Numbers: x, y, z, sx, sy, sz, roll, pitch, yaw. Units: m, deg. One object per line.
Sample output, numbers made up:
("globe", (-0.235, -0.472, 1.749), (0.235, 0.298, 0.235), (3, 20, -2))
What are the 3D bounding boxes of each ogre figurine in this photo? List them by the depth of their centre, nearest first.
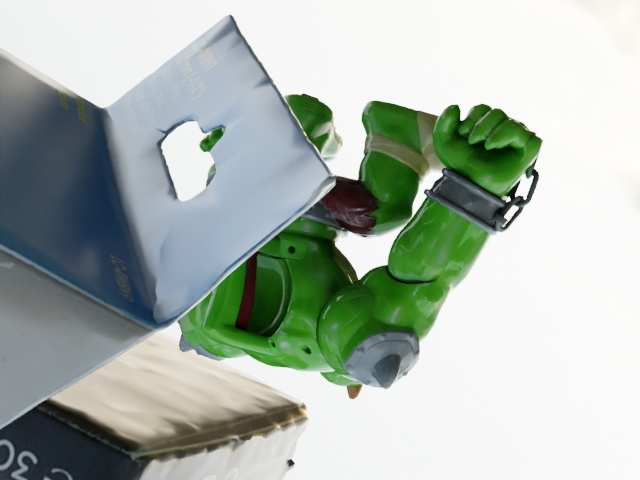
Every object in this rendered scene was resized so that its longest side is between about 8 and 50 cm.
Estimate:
("ogre figurine", (0.000, 0.000, 0.732), (0.197, 0.118, 0.097), (13, 165, 32))

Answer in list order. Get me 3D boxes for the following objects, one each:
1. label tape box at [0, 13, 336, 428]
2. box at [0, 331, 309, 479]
("label tape box", (-0.184, 0.002, 0.620), (0.115, 0.347, 0.249), (55, -177, -23))
("box", (-0.335, 0.222, 1.021), (0.480, 0.472, 0.297), (24, -173, 16))
